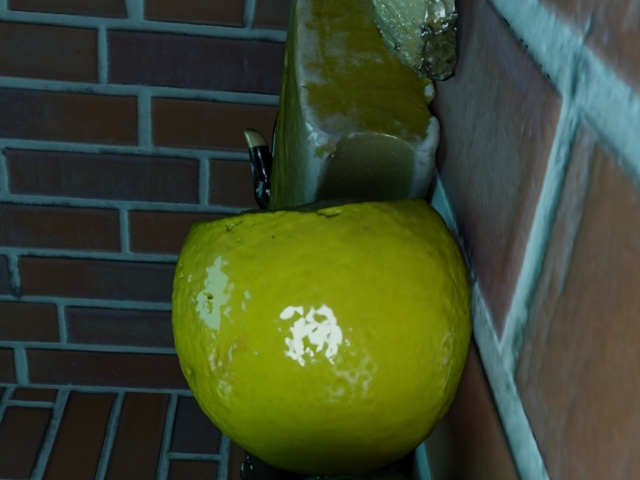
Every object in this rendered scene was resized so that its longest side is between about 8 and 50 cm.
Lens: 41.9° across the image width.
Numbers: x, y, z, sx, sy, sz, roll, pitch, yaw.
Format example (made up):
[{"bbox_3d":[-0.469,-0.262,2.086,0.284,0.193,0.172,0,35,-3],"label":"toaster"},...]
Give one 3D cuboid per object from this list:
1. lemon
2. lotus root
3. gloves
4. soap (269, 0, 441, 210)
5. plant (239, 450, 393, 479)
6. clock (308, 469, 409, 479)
[{"bbox_3d":[0.004,0.078,0.663,0.240,0.241,0.219,-157,60,-85],"label":"lemon"},{"bbox_3d":[0.080,-0.214,0.760,0.143,0.070,0.144,75,-175,-55],"label":"lotus root"},{"bbox_3d":[-0.048,-0.143,1.615,0.152,0.197,0.300,-117,28,-60],"label":"gloves"},{"bbox_3d":[0.027,-0.096,0.975,0.335,0.156,0.293,103,169,-52],"label":"soap"},{"bbox_3d":[-0.001,0.290,0.896,0.194,0.182,0.320,89,-175,-81],"label":"plant"},{"bbox_3d":[0.008,0.355,0.677,0.235,0.096,0.307,-28,68,40],"label":"clock"}]
